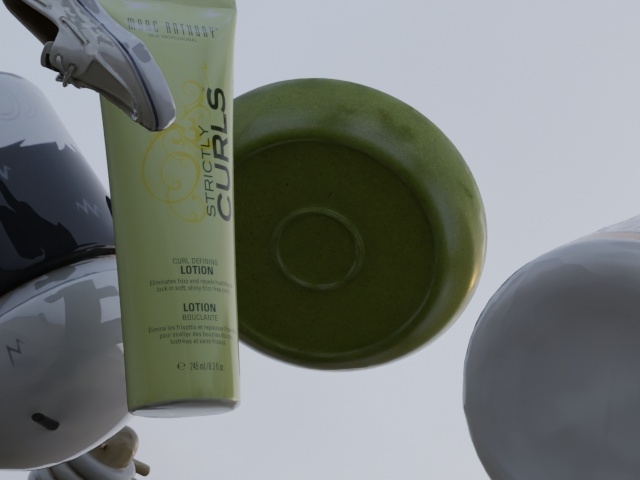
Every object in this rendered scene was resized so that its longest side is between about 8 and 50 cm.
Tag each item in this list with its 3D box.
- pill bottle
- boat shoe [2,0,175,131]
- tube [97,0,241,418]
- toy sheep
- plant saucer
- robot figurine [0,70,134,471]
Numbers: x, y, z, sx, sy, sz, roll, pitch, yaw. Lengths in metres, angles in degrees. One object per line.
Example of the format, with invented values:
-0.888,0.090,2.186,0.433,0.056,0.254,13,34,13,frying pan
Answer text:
0.201,0.060,0.952,0.162,0.162,0.278,0,8,29,pill bottle
-0.099,-0.077,0.730,0.100,0.035,0.035,50,-27,23,boat shoe
-0.082,-0.025,0.957,0.062,0.240,0.070,-9,-15,20,tube
-0.184,0.194,1.352,0.091,0.132,0.091,34,12,-8,toy sheep
0.000,0.000,1.280,0.241,0.037,0.241,5,-63,9,plant saucer
-0.210,0.010,1.087,0.278,0.209,0.173,56,-33,18,robot figurine
